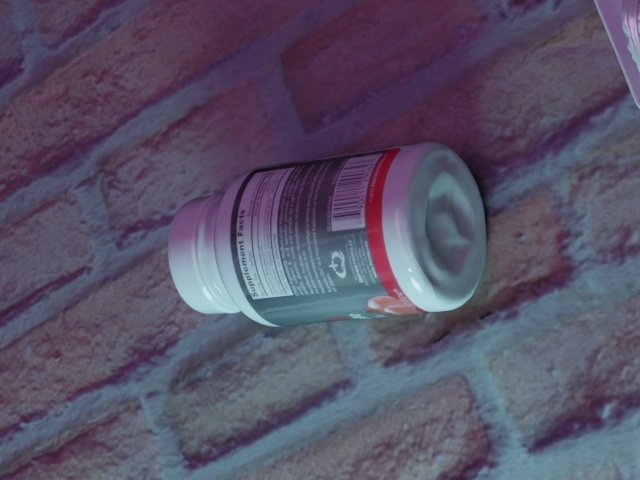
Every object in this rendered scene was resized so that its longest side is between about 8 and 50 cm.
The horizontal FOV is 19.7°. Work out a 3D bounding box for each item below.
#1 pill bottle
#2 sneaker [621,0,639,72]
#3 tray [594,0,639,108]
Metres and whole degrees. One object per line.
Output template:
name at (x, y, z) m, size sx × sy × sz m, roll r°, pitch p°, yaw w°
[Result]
pill bottle at (0.000, 0.000, 1.951) m, size 0.318 × 0.176 × 0.176 m, roll -7°, pitch 82°, yaw 34°
sneaker at (0.351, -0.248, 1.753) m, size 0.115 × 0.090 × 0.232 m, roll -4°, pitch 84°, yaw 31°
tray at (0.403, -0.247, 1.787) m, size 0.270 × 0.030 × 0.145 m, roll -28°, pitch 70°, yaw 29°
